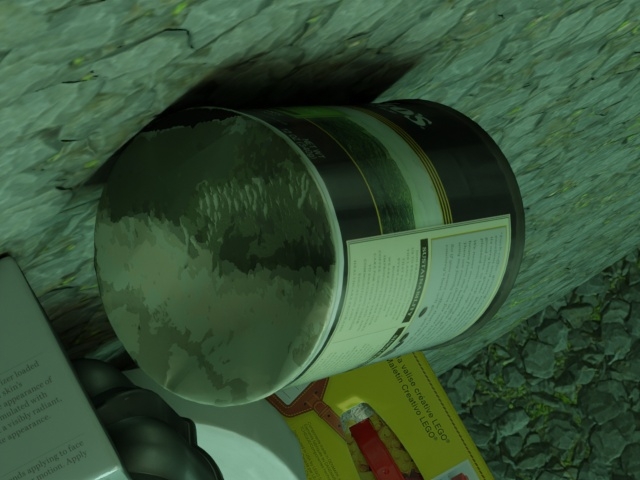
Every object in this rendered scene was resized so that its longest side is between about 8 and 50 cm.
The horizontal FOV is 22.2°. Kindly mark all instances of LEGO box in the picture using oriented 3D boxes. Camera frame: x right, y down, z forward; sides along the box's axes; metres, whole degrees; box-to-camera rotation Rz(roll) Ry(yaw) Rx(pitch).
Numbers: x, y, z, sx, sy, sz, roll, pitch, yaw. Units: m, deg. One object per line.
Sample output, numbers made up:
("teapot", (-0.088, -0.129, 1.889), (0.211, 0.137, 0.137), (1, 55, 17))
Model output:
("LEGO box", (0.075, 0.289, 1.826), (0.193, 0.500, 0.372), (-28, 169, -6))

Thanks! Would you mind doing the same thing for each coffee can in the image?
("coffee can", (0.000, 0.000, 1.190), (0.201, 0.201, 0.275), (-36, 166, 30))

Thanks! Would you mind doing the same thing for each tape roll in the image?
("tape roll", (-0.150, 0.265, 1.576), (0.286, 0.286, 0.100), (-31, -152, 9))

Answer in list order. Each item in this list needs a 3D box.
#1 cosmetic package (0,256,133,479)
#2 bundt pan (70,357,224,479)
("cosmetic package", (-0.249, 0.138, 1.226), (0.151, 0.184, 0.151), (-27, 166, -8))
("bundt pan", (-0.247, 0.229, 1.364), (0.331, 0.331, 0.124), (-27, 144, -8))
